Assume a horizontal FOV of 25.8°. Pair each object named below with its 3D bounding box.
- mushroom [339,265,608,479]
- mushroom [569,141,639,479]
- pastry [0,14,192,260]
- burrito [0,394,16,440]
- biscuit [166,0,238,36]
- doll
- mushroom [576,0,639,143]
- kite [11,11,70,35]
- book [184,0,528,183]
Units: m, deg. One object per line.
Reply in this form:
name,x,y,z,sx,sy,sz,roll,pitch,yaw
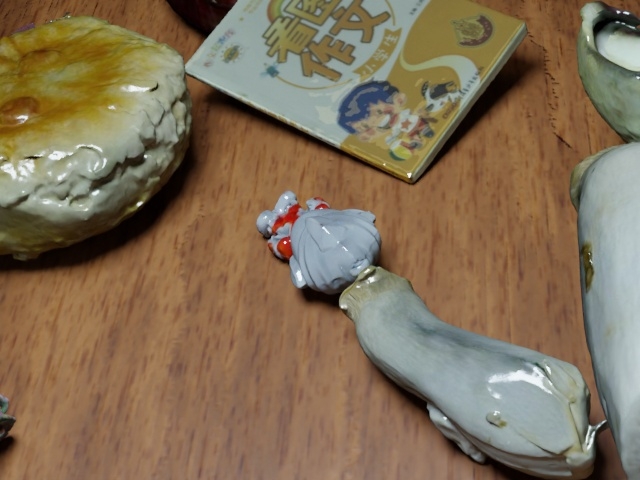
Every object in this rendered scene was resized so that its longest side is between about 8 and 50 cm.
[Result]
mushroom,0.108,0.097,1.073,0.096,0.099,0.278,-31,39,-28
mushroom,0.254,0.031,1.038,0.126,0.177,0.397,-7,40,8
pastry,-0.272,-0.100,1.378,0.330,0.136,0.329,-8,37,6
burrito,-0.363,0.141,1.165,0.229,0.089,0.144,11,48,30
biscuit,0.001,-0.358,1.646,0.407,0.091,0.407,-8,43,8
doll,0.000,0.000,1.238,0.094,0.079,0.180,-42,32,-10
mushroom,0.373,-0.147,1.220,0.267,0.164,0.189,-25,40,-6
kite,-0.369,-0.217,1.568,0.229,0.012,0.250,-32,14,-37
book,0.032,-0.193,1.419,0.295,0.020,0.208,28,71,28
